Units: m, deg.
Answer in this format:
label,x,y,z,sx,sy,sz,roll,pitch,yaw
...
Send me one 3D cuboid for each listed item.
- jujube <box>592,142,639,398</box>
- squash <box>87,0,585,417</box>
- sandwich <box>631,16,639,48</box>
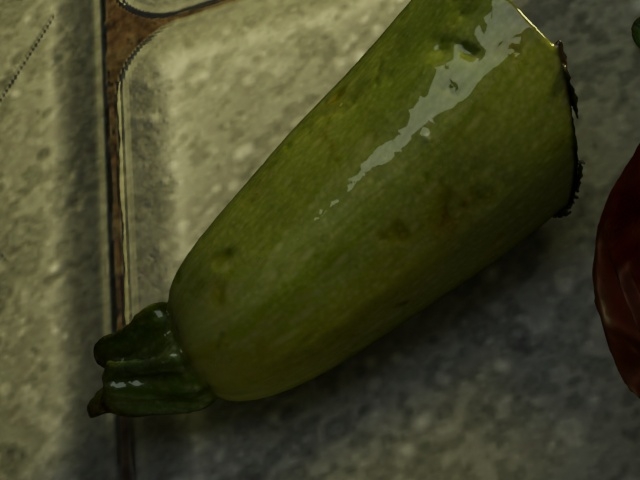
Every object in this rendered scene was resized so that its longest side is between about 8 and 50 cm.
label,x,y,z,sx,sy,sz,roll,pitch,yaw
jujube,0.283,-0.002,0.765,0.342,0.216,0.216,-20,50,2
squash,0.012,0.010,0.934,0.287,0.137,0.137,-47,51,1
sandwich,0.221,-0.104,0.962,0.135,0.029,0.067,18,64,33
